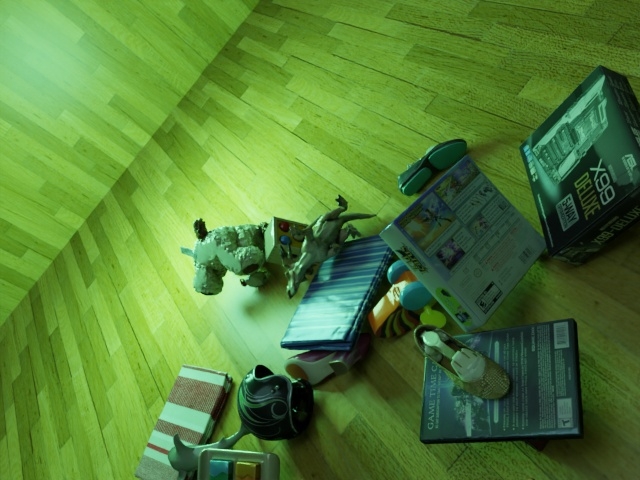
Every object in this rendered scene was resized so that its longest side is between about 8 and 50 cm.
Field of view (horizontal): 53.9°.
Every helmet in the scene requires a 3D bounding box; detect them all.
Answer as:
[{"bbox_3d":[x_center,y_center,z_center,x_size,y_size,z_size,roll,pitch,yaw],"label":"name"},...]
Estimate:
[{"bbox_3d":[-0.113,0.372,1.448,0.161,0.169,0.169,-4,57,24],"label":"helmet"}]

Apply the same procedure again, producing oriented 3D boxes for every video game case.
[{"bbox_3d":[0.299,0.242,1.070,0.274,0.026,0.196,-16,49,36],"label":"video game case"},{"bbox_3d":[0.280,-0.001,1.203,0.269,0.244,0.061,-40,-2,-34],"label":"video game case"}]

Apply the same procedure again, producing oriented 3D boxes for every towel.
[{"bbox_3d":[-0.371,0.506,1.711,0.237,0.037,0.329,-2,59,45],"label":"towel"},{"bbox_3d":[0.051,0.125,1.527,0.243,0.040,0.336,-11,40,45],"label":"towel"}]

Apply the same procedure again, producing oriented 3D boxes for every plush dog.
[{"bbox_3d":[-0.257,0.019,1.844,0.262,0.225,0.211,-31,84,32],"label":"plush dog"}]

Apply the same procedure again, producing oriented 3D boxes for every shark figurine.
[{"bbox_3d":[-0.288,0.486,1.504,0.278,0.116,0.166,-28,15,18],"label":"shark figurine"}]

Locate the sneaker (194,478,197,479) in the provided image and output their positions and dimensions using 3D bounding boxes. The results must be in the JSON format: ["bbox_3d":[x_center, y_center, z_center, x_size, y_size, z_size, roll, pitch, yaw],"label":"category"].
[{"bbox_3d":[-0.275,0.629,1.482,0.227,0.087,0.130,-29,64,3],"label":"sneaker"}]

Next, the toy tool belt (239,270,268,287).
[{"bbox_3d":[-0.191,0.110,1.834,0.083,0.052,0.051,-14,26,43],"label":"toy tool belt"}]

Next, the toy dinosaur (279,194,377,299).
[{"bbox_3d":[0.000,0.000,1.620,0.295,0.127,0.200,-39,-5,-25],"label":"toy dinosaur"}]

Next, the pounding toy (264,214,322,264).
[{"bbox_3d":[-0.072,-0.007,1.741,0.100,0.141,0.130,121,153,-42],"label":"pounding toy"}]

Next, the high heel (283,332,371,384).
[{"bbox_3d":[0.013,0.271,1.491,0.244,0.082,0.117,-27,11,48],"label":"high heel"}]

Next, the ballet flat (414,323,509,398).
[{"bbox_3d":[0.233,0.205,1.090,0.073,0.067,0.206,-54,38,-8],"label":"ballet flat"}]

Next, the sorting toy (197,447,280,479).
[{"bbox_3d":[-0.189,0.567,1.393,0.208,0.038,0.193,-6,75,26],"label":"sorting toy"}]

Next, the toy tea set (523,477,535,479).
[{"bbox_3d":[0.339,0.488,0.870,0.124,0.200,0.336,-38,45,4],"label":"toy tea set"}]

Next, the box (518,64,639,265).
[{"bbox_3d":[0.515,-0.143,1.205,0.242,0.076,0.307,127,152,-46],"label":"box"}]

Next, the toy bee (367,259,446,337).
[{"bbox_3d":[0.233,0.101,1.343,0.298,0.162,0.195,-49,38,47],"label":"toy bee"}]

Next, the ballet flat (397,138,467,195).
[{"bbox_3d":[0.272,-0.196,1.578,0.203,0.074,0.074,-41,39,18],"label":"ballet flat"}]

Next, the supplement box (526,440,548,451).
[{"bbox_3d":[0.320,0.280,1.124,0.081,0.104,0.188,-54,38,-5],"label":"supplement box"}]
